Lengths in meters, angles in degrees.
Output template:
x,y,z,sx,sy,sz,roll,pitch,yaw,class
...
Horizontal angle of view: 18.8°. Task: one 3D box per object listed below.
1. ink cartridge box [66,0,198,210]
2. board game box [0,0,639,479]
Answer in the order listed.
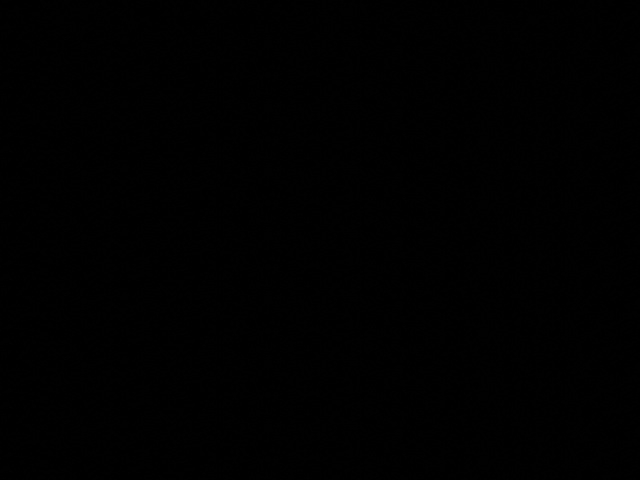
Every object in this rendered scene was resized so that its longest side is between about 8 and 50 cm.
x,y,z,sx,sy,sz,roll,pitch,yaw,class
-0.037,-0.011,0.458,0.223,0.045,0.224,9,127,-27,ink cartridge box
0.031,-0.008,0.161,0.356,0.357,0.356,-14,124,-59,board game box
